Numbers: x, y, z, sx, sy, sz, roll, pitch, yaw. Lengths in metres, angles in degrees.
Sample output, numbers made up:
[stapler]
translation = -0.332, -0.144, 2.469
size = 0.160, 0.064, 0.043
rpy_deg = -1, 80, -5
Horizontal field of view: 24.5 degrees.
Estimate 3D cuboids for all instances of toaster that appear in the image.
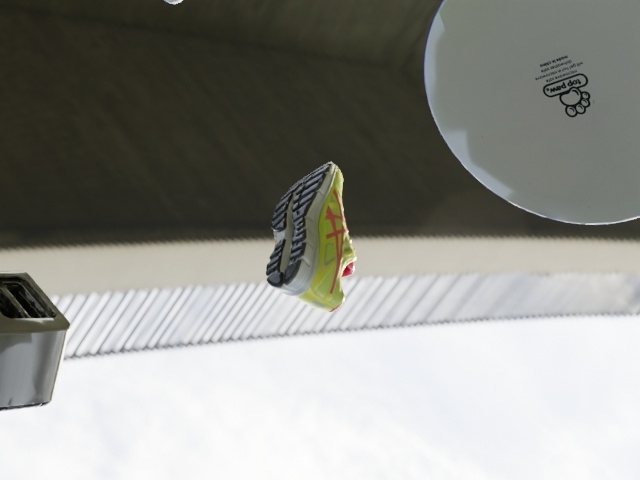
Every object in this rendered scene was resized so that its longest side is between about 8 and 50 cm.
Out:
[toaster]
translation = -0.378, 0.110, 1.594
size = 0.168, 0.110, 0.185
rpy_deg = 0, -152, -38

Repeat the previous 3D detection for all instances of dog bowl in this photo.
[dog bowl]
translation = 0.225, -0.150, 1.250
size = 0.265, 0.265, 0.104
rpy_deg = 37, -139, 1

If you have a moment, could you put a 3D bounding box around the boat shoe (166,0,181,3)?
[boat shoe]
translation = -0.169, -0.379, 1.952
size = 0.049, 0.142, 0.040
rpy_deg = 25, 165, 15

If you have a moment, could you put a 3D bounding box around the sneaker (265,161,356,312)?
[sneaker]
translation = 0.000, 0.000, 1.641
size = 0.094, 0.081, 0.208
rpy_deg = 38, -139, -24
